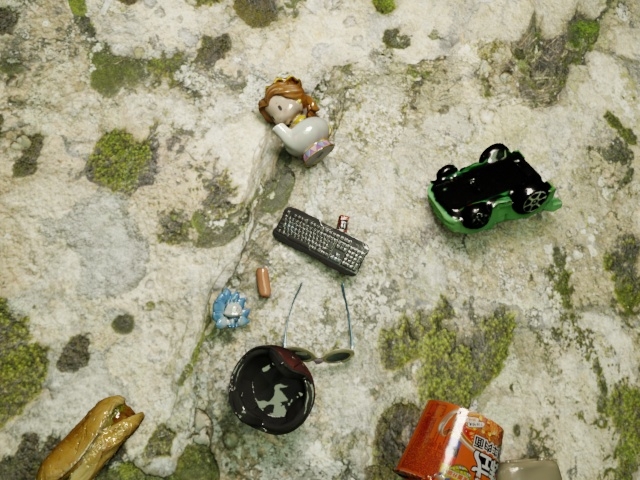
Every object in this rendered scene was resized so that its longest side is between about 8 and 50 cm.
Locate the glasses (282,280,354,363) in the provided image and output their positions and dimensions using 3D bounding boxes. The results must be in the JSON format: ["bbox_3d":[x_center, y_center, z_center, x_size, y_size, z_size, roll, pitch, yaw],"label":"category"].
[{"bbox_3d":[-0.001,0.211,1.351,0.189,0.088,0.221,4,77,-6],"label":"glasses"}]

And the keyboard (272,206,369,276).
[{"bbox_3d":[0.000,0.000,1.402,0.262,0.016,0.106,27,82,12],"label":"keyboard"}]

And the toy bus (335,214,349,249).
[{"bbox_3d":[0.058,-0.018,1.431,0.031,0.043,0.110,11,77,-5],"label":"toy bus"}]

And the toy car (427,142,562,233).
[{"bbox_3d":[0.489,-0.129,1.446,0.358,0.176,0.213,-22,50,-4],"label":"toy car"}]

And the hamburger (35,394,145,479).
[{"bbox_3d":[-0.546,0.483,1.198,0.124,0.131,0.262,38,71,2],"label":"hamburger"}]

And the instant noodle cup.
[{"bbox_3d":[0.323,0.520,1.258,0.250,0.250,0.192,26,67,-1],"label":"instant noodle cup"}]

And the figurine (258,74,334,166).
[{"bbox_3d":[-0.070,-0.342,1.440,0.189,0.142,0.263,-25,79,-44],"label":"figurine"}]

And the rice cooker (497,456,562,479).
[{"bbox_3d":[0.525,0.617,1.306,0.206,0.145,0.127,-3,68,-11],"label":"rice cooker"}]

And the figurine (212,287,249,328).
[{"bbox_3d":[-0.234,0.173,1.332,0.114,0.079,0.114,7,77,-33],"label":"figurine"}]

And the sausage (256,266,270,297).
[{"bbox_3d":[-0.153,0.112,1.380,0.034,0.034,0.083,-8,80,-9],"label":"sausage"}]

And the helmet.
[{"bbox_3d":[-0.113,0.358,1.249,0.216,0.193,0.189,42,88,12],"label":"helmet"}]
